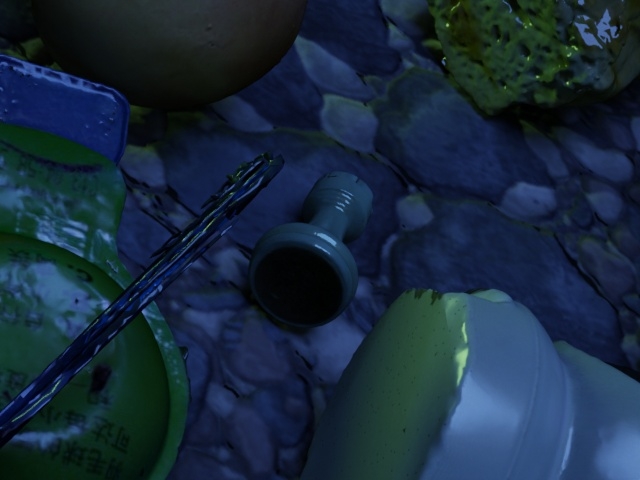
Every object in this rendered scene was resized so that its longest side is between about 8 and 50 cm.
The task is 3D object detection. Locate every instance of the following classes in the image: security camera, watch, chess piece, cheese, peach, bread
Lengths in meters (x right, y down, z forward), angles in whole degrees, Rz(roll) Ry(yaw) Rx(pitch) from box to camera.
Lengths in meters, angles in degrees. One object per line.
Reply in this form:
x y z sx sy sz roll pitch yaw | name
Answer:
0.125 0.145 1.073 0.236 0.194 0.194 26 46 -15 | security camera
-0.206 -0.031 0.949 0.276 0.068 0.274 41 74 4 | watch
0.000 0.000 1.198 0.067 0.067 0.103 34 36 -4 | chess piece
-0.161 0.034 1.054 0.204 0.083 0.320 16 52 -18 | cheese
-0.090 -0.167 1.194 0.184 0.184 0.184 17 49 -20 | peach
0.213 -0.182 1.422 0.267 0.130 0.152 -24 62 -41 | bread
